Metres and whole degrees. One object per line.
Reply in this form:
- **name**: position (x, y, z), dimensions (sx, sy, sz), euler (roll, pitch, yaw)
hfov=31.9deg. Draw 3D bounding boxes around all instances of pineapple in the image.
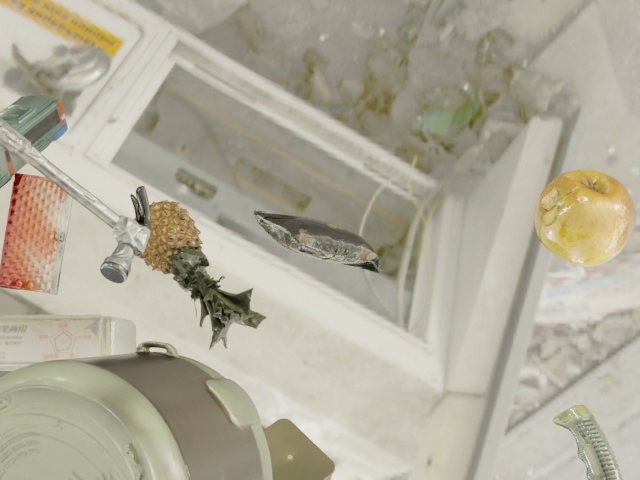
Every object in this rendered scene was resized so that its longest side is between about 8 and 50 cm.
- **pineapple**: position (-0.200, 0.048, 1.808), dimensions (0.277, 0.119, 0.130), euler (48, 121, 30)

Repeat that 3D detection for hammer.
- **hammer**: position (0.437, 0.361, 1.734), dimensions (0.041, 0.226, 0.159), euler (7, 143, -41)
- **hammer**: position (-0.416, -0.110, 1.636), dimensions (0.044, 0.152, 0.427), euler (-19, 131, 44)

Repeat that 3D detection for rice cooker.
- **rice cooker**: position (-0.235, 0.293, 1.291), dimensions (0.335, 0.325, 0.335), euler (-1, 87, 18)

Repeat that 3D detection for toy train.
- **toy train**: position (-0.549, -0.134, 1.831), dimensions (0.086, 0.409, 0.089), euler (2, 118, 17)

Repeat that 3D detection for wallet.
- **wallet**: position (-0.480, -0.012, 1.894), dimensions (0.103, 0.020, 0.196), euler (10, 88, -17)

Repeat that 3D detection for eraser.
- **eraser**: position (-0.483, 0.171, 1.869), dimensions (0.352, 0.089, 0.061), euler (1, 164, -13)

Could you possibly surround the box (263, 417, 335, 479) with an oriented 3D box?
- **box**: position (-0.046, 0.333, 1.685), dimensions (0.126, 0.091, 0.031), euler (39, 146, 28)

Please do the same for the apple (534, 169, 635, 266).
- **apple**: position (0.377, -0.036, 1.591), dimensions (0.146, 0.146, 0.146), euler (6, 126, 9)

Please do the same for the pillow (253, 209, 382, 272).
- **pillow**: position (0.000, -0.001, 1.348), dimensions (0.150, 0.048, 0.090), euler (17, 173, -38)
